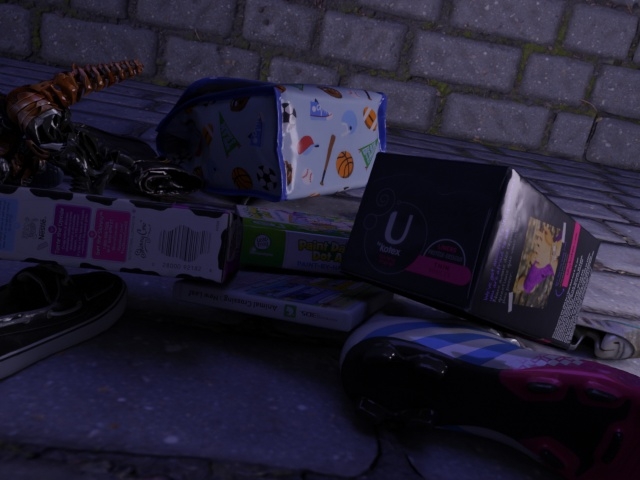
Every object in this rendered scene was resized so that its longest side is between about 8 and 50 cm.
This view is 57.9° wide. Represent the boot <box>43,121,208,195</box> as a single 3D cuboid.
[{"bbox_3d":[-0.362,-0.140,1.042,0.263,0.091,0.229,-3,23,-41],"label":"boot"}]

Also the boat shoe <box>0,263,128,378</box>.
[{"bbox_3d":[-0.262,0.062,0.556,0.078,0.070,0.219,16,20,14],"label":"boat shoe"}]

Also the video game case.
[{"bbox_3d":[-0.030,0.059,0.668,0.194,0.023,0.212,8,5,18],"label":"video game case"}]

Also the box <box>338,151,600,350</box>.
[{"bbox_3d":[0.178,0.019,0.654,0.165,0.143,0.270,15,-6,45],"label":"box"}]

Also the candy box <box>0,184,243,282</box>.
[{"bbox_3d":[-0.202,-0.007,0.590,0.234,0.071,0.159,6,0,-4],"label":"candy box"}]

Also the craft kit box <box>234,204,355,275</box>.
[{"bbox_3d":[0.000,0.000,0.835,0.247,0.060,0.250,4,8,-12],"label":"craft kit box"}]

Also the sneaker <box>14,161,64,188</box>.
[{"bbox_3d":[-0.506,-0.120,0.967,0.144,0.053,0.059,5,18,-19],"label":"sneaker"}]

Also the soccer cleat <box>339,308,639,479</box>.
[{"bbox_3d":[0.184,0.132,0.537,0.332,0.115,0.143,15,20,11],"label":"soccer cleat"}]

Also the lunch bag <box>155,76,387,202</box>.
[{"bbox_3d":[-0.105,-0.211,1.190,0.386,0.238,0.328,7,12,43],"label":"lunch bag"}]

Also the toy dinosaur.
[{"bbox_3d":[-0.397,-0.150,0.837,0.322,0.218,0.164,-26,25,24],"label":"toy dinosaur"}]

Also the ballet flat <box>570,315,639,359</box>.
[{"bbox_3d":[0.351,0.129,0.757,0.168,0.057,0.052,16,47,23],"label":"ballet flat"}]
